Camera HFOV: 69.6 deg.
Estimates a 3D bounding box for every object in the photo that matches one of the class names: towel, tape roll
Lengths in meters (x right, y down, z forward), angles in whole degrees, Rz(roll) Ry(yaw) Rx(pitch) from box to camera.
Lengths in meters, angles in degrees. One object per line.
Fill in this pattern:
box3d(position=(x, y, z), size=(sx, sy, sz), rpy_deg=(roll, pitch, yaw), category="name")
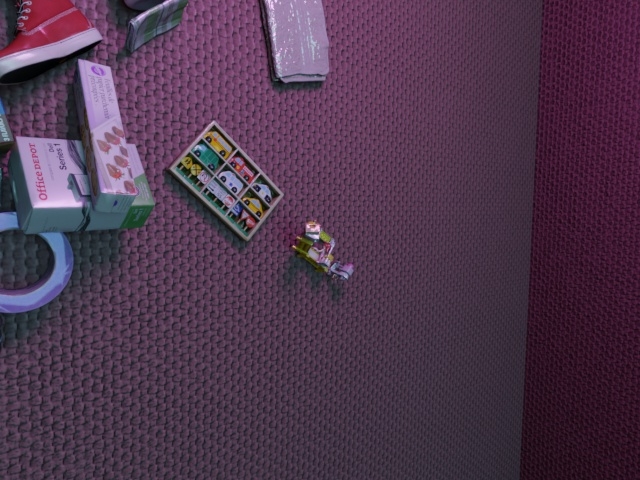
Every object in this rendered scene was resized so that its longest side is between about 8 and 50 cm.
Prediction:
box3d(position=(-0.349, -0.469, 0.989), size=(0.152, 0.113, 0.023), rpy_deg=(-45, 105, -26), category="towel")
box3d(position=(-0.582, 0.038, 0.876), size=(0.188, 0.080, 0.189), rpy_deg=(-4, 96, -38), category="tape roll")
box3d(position=(-0.068, -0.569, 1.235), size=(0.187, 0.049, 0.283), rpy_deg=(-18, 104, -36), category="towel")

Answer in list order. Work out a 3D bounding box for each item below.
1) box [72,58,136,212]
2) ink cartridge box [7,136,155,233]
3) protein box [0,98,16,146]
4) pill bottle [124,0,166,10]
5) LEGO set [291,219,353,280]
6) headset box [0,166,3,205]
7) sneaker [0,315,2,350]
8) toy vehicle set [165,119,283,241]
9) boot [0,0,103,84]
box3d(position=(-0.419, -0.203, 0.882), size=(0.063, 0.067, 0.324), rpy_deg=(1, 60, -41), category="box")
box3d(position=(-0.461, -0.106, 0.892), size=(0.219, 0.092, 0.160), rpy_deg=(-7, 65, -45), category="ink cartridge box")
box3d(position=(-0.632, -0.196, 0.741), size=(0.199, 0.201, 0.136), rpy_deg=(-22, 107, -34), category="protein box")
box3d(position=(-0.378, -0.606, 0.953), size=(0.117, 0.117, 0.215), rpy_deg=(-22, 107, -34), category="pill bottle")
box3d(position=(0.000, 0.000, 1.282), size=(0.107, 0.132, 0.287), rpy_deg=(-63, 147, -22), category="LEGO set")
box3d(position=(-0.630, -0.099, 0.857), size=(0.062, 0.032, 0.083), rpy_deg=(5, 89, -37), category="headset box")
box3d(position=(-0.701, 0.191, 0.786), size=(0.267, 0.101, 0.106), rpy_deg=(-3, 116, -26), category="sneaker")
box3d(position=(-0.231, -0.144, 1.154), size=(0.267, 0.035, 0.166), rpy_deg=(46, 67, -30), category="toy vehicle set")
box3d(position=(-0.547, -0.401, 0.839), size=(0.176, 0.088, 0.244), rpy_deg=(56, 40, -25), category="boot")
